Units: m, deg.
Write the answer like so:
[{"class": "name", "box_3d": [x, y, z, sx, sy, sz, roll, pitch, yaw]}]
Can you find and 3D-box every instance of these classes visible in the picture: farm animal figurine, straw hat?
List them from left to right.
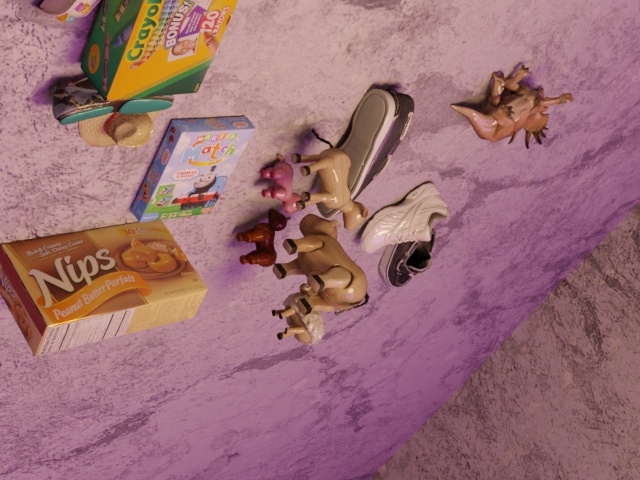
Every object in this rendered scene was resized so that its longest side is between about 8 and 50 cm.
[{"class": "straw hat", "box_3d": [-0.295, -0.177, 1.570, 0.144, 0.061, 0.144, -29, 153, -16]}, {"class": "farm animal figurine", "box_3d": [0.000, 0.000, 1.950, 0.172, 0.326, 0.330, -10, 157, -36]}]

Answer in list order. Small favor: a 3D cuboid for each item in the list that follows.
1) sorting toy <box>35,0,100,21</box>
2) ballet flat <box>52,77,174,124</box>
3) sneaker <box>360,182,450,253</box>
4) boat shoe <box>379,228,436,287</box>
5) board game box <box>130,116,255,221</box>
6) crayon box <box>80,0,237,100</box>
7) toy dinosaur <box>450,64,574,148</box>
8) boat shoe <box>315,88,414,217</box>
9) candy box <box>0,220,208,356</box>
[{"class": "sorting toy", "box_3d": [-0.321, -0.318, 1.343, 0.083, 0.045, 0.075, -44, 172, 13]}, {"class": "ballet flat", "box_3d": [-0.305, -0.216, 1.488, 0.188, 0.070, 0.070, -13, 145, -36]}, {"class": "sneaker", "box_3d": [0.201, -0.032, 2.351, 0.232, 0.115, 0.090, -36, 154, -2]}, {"class": "boat shoe", "box_3d": [0.228, 0.043, 2.523, 0.108, 0.102, 0.301, -24, 151, -25]}, {"class": "board game box", "box_3d": [-0.223, -0.124, 1.768, 0.160, 0.039, 0.211, -9, 142, -43]}, {"class": "crayon box", "box_3d": [-0.208, -0.328, 1.402, 0.165, 0.081, 0.278, -14, 146, -43]}, {"class": "toy dinosaur", "box_3d": [0.418, -0.272, 2.233, 0.296, 0.127, 0.200, -19, 156, -21]}, {"class": "boat shoe", "box_3d": [0.090, -0.164, 2.005, 0.091, 0.114, 0.302, -2, 139, -41]}, {"class": "candy box", "box_3d": [-0.375, 0.073, 1.738, 0.316, 0.183, 0.087, -12, 144, -41]}]
